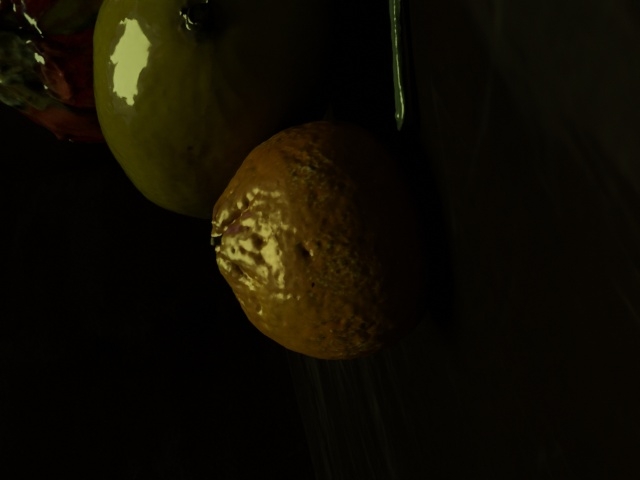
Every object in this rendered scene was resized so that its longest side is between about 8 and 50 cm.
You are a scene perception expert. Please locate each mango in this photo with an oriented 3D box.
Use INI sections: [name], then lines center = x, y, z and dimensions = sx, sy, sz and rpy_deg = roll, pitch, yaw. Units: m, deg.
[mango]
center = -0.059, -0.105, 0.683
dimensions = 0.195, 0.142, 0.332
rpy_deg = -60, -7, -9

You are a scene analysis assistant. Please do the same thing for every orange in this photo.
[orange]
center = 0.000, 0.001, 0.563
dimensions = 0.135, 0.117, 0.136
rpy_deg = 173, 90, -90

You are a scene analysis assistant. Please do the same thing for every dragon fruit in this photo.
[dragon fruit]
center = -0.166, -0.223, 0.885
dimensions = 0.342, 0.277, 0.277
rpy_deg = -60, -26, -43

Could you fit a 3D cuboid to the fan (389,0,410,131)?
[fan]
center = 0.031, -0.155, 0.477
dimensions = 0.132, 0.009, 0.220
rpy_deg = -106, 8, -64
